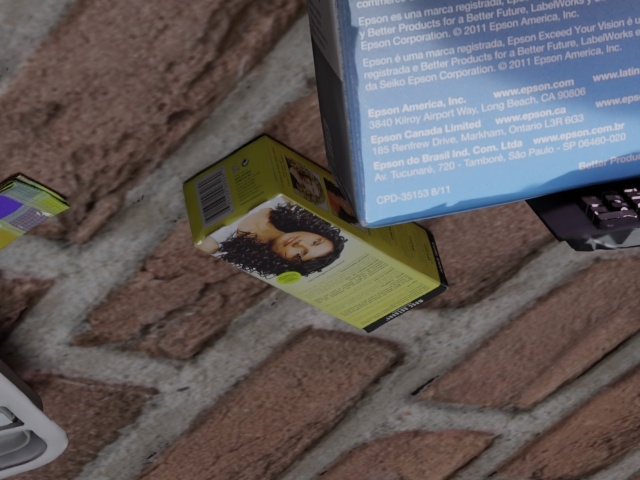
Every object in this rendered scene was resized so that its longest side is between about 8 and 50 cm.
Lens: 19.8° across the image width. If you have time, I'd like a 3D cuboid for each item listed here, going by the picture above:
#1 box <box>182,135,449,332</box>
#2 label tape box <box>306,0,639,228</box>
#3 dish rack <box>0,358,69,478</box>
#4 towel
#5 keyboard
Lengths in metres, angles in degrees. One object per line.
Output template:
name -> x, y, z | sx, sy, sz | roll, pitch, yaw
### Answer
box -> 0.000, 0.000, 1.413 | 0.087, 0.058, 0.232 | -31, 146, 25
label tape box -> 0.115, -0.201, 1.043 | 0.249, 0.115, 0.348 | -10, 113, -7
dish rack -> -0.396, 0.144, 1.461 | 0.332, 0.072, 0.285 | -18, 153, 6
towel -> -0.231, -0.017, 1.335 | 0.083, 0.009, 0.060 | -29, 146, 24
keyboard -> 0.212, -0.068, 1.191 | 0.201, 0.317, 0.033 | -6, 112, -7
